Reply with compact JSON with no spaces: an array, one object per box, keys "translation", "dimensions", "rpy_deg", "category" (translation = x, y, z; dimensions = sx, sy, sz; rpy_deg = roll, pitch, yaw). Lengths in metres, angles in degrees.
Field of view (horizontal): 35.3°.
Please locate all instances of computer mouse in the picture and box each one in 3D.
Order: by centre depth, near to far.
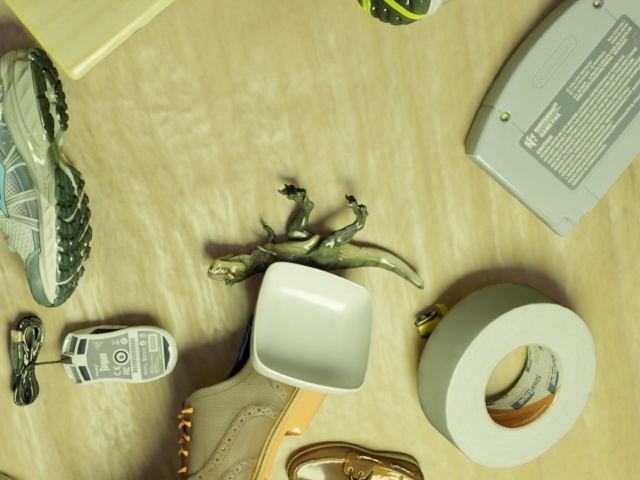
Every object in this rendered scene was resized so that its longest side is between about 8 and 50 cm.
[{"translation":[-0.263,0.136,1.175],"dimensions":[0.193,0.042,0.106],"rpy_deg":[-3,97,-5],"category":"computer mouse"}]

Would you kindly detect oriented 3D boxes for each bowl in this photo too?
[{"translation":[-0.015,0.106,1.145],"dimensions":[0.142,0.053,0.142],"rpy_deg":[18,58,-17],"category":"bowl"}]

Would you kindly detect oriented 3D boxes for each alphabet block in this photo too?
[{"translation":[-0.234,-0.298,1.015],"dimensions":[0.197,0.192,0.193],"rpy_deg":[-40,104,-1],"category":"alphabet block"}]

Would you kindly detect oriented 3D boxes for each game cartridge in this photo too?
[{"translation":[0.319,-0.175,1.222],"dimensions":[0.196,0.060,0.294],"rpy_deg":[39,92,-19],"category":"game cartridge"}]

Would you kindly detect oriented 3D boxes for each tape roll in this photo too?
[{"translation":[0.230,0.166,1.234],"dimensions":[0.219,0.072,0.219],"rpy_deg":[-8,111,-23],"category":"tape roll"}]

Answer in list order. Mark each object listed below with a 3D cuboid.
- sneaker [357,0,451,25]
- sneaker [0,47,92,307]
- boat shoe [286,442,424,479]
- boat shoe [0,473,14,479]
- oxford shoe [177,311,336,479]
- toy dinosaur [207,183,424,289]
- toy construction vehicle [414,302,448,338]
[{"translation":[0.055,-0.430,1.094],"dimensions":[0.147,0.145,0.384],"rpy_deg":[-31,105,-36],"category":"sneaker"},{"translation":[-0.332,-0.064,1.103],"dimensions":[0.122,0.110,0.283],"rpy_deg":[-5,100,8],"category":"sneaker"},{"translation":[0.048,0.295,1.257],"dimensions":[0.178,0.060,0.064],"rpy_deg":[7,100,-12],"category":"boat shoe"},{"translation":[-0.449,0.295,1.140],"dimensions":[0.254,0.095,0.079],"rpy_deg":[19,95,-13],"category":"boat shoe"},{"translation":[-0.123,0.245,1.140],"dimensions":[0.133,0.130,0.363],"rpy_deg":[38,60,-9],"category":"oxford shoe"},{"translation":[0.000,0.000,1.189],"dimensions":[0.268,0.064,0.118],"rpy_deg":[1,116,-12],"category":"toy dinosaur"},{"translation":[0.177,0.108,1.262],"dimensions":[0.098,0.035,0.086],"rpy_deg":[-31,105,5],"category":"toy construction vehicle"}]
